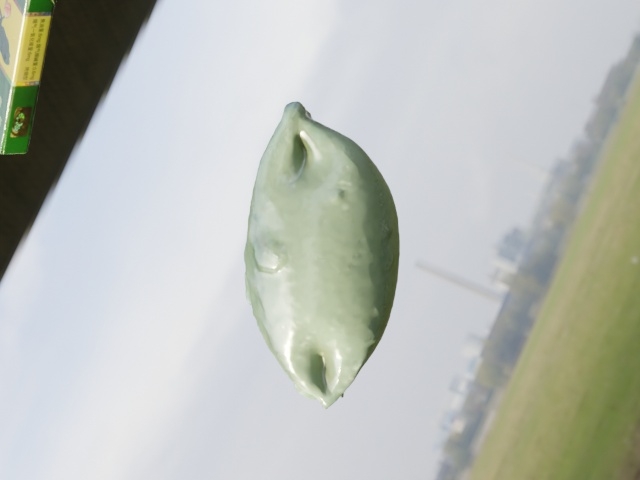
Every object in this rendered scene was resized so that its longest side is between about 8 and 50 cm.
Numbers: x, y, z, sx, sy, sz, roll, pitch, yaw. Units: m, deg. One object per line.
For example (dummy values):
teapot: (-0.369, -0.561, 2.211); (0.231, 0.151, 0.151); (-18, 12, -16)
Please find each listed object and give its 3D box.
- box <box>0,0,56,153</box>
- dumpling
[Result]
box: (-0.302, -0.215, 1.510); (0.034, 0.132, 0.235); (-6, -47, -29)
dumpling: (-0.008, 0.003, 1.065); (0.149, 0.105, 0.216); (27, 126, 60)
